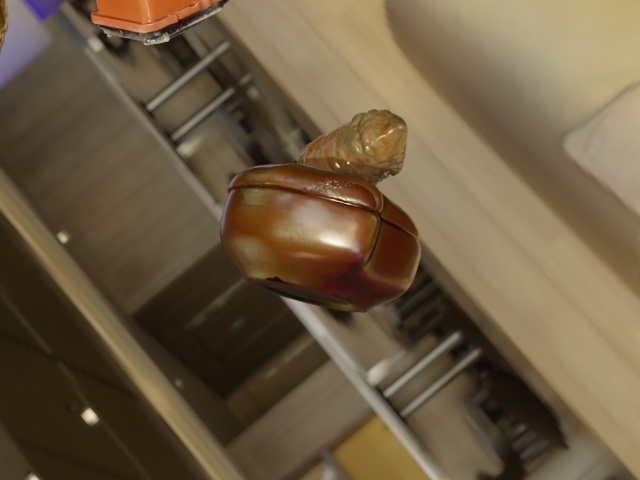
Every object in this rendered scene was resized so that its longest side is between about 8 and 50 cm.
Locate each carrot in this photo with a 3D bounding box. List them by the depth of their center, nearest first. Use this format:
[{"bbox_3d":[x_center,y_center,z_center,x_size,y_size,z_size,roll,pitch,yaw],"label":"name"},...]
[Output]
[{"bbox_3d":[0.050,-0.110,1.701,0.102,0.102,0.263,51,159,-4],"label":"carrot"}]

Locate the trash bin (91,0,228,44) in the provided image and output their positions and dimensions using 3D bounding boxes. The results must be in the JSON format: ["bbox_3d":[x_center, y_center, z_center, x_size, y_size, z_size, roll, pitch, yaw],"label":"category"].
[{"bbox_3d":[-0.243,-0.423,2.007,0.161,0.184,0.239,18,128,44],"label":"trash bin"}]

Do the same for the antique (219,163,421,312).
[{"bbox_3d":[0.000,0.000,1.504,0.223,0.129,0.278,15,172,-6],"label":"antique"}]

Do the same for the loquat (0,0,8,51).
[{"bbox_3d":[-0.565,-0.310,1.843,0.276,0.276,0.284,49,-176,25],"label":"loquat"}]
